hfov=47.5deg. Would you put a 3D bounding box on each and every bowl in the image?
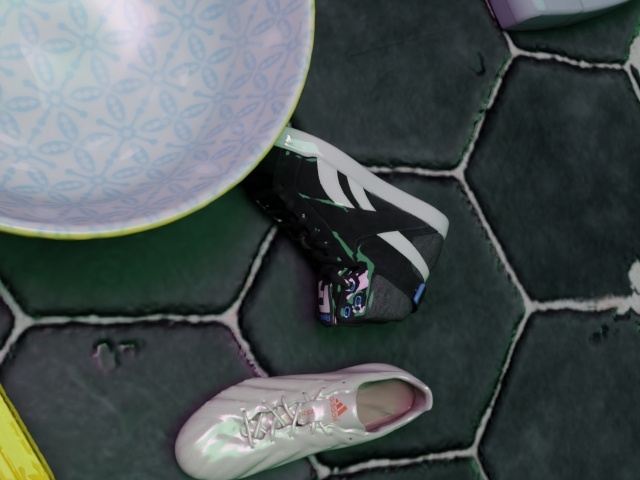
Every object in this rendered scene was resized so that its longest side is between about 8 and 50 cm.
[{"bbox_3d":[-0.163,-0.136,0.454,0.290,0.156,0.289,3,83,-24],"label":"bowl"}]

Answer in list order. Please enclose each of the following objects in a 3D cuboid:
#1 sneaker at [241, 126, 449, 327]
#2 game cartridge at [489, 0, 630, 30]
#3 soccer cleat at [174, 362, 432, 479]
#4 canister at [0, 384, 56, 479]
[{"bbox_3d":[0.000,0.000,0.557,0.217,0.079,0.121,24,73,-22],"label":"sneaker"},{"bbox_3d":[0.270,-0.331,0.737,0.297,0.062,0.198,-30,93,-25],"label":"game cartridge"},{"bbox_3d":[-0.009,0.130,0.540,0.196,0.076,0.068,-11,89,-25],"label":"soccer cleat"},{"bbox_3d":[-0.259,0.149,0.424,0.170,0.073,0.126,-30,97,-23],"label":"canister"}]
